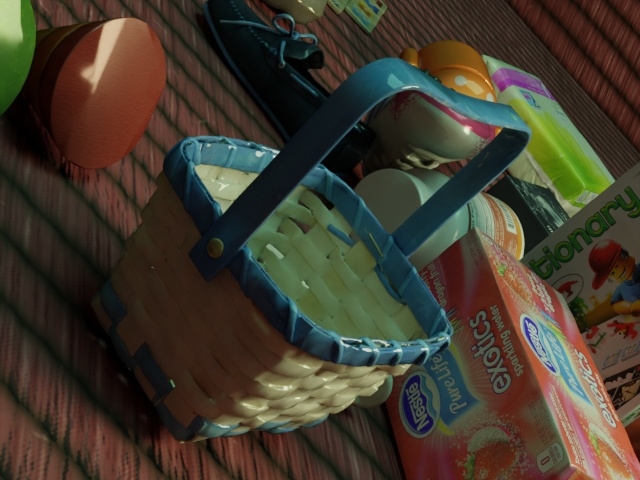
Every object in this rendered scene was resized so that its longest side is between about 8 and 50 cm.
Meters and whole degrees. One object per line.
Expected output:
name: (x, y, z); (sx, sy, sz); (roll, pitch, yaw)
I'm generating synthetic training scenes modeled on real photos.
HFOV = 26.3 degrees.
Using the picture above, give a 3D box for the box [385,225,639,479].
box: (0.158, 0.154, 1.203); (0.142, 0.154, 0.300); (35, 25, -33)

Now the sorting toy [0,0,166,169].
sorting toy: (-0.270, -0.145, 0.965); (0.126, 0.127, 0.366); (26, 9, 32)

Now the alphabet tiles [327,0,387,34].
alphabet tiles: (-0.004, -0.453, 2.173); (0.285, 0.011, 0.342); (46, 20, -8)

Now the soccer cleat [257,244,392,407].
soccer cleat: (-0.012, 0.059, 1.142); (0.196, 0.068, 0.076); (43, 17, -9)

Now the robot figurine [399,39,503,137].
robot figurine: (0.186, -0.204, 1.944); (0.219, 0.128, 0.158); (-91, 168, -61)

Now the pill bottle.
pill bottle: (0.121, -0.010, 1.466); (0.216, 0.121, 0.121); (18, 36, -55)

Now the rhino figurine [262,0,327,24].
rhino figurine: (-0.081, -0.358, 1.749); (0.243, 0.073, 0.106); (31, 24, -38)

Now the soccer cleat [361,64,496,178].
soccer cleat: (0.108, -0.107, 1.513); (0.116, 0.143, 0.331); (34, 6, -6)

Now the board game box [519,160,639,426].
board game box: (0.280, 0.079, 1.365); (0.053, 0.305, 0.193); (11, 42, -57)

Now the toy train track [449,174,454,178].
toy train track: (0.214, -0.064, 1.917); (0.083, 0.014, 0.048); (41, 21, -20)

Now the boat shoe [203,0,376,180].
boat shoe: (-0.027, -0.186, 1.519); (0.258, 0.089, 0.109); (52, 20, 8)

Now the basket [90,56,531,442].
basket: (0.000, 0.000, 0.939); (0.201, 0.289, 0.255); (57, 20, 21)

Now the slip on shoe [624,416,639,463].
slip on shoe: (0.291, 0.180, 1.508); (0.101, 0.123, 0.331); (11, 37, -35)

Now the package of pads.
package of pads: (0.366, -0.160, 2.288); (0.229, 0.101, 0.296); (9, 45, -59)

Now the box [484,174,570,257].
box: (0.286, 0.007, 1.827); (0.158, 0.093, 0.156); (9, 44, -59)
